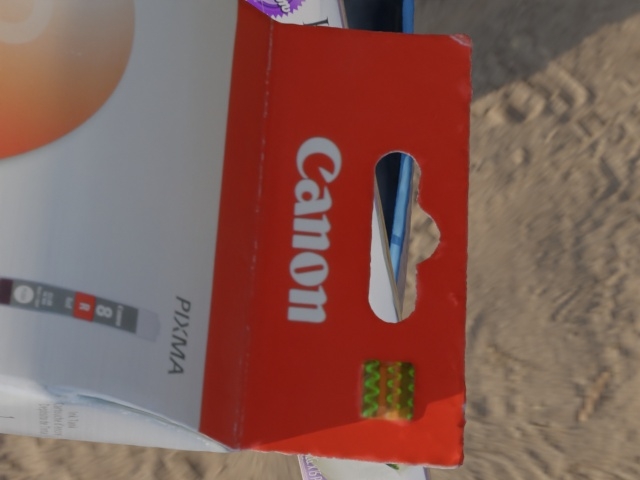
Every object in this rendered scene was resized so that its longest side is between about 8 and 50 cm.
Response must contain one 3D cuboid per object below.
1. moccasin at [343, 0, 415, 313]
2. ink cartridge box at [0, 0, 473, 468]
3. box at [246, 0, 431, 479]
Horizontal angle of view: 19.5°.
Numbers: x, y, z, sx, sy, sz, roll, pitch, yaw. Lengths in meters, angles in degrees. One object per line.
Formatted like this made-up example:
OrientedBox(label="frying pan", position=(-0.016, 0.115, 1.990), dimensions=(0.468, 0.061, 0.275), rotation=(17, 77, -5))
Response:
OrientedBox(label="moccasin", position=(0.001, -0.059, 1.195), dimensions=(0.117, 0.137, 0.342), rotation=(2, 57, -1))
OrientedBox(label="ink cartridge box", position=(-0.045, -0.016, 0.508), dimensions=(0.179, 0.045, 0.145), rotation=(5, 62, -2))
OrientedBox(label="box", position=(0.000, 0.000, 0.877), dimensions=(0.063, 0.067, 0.324), rotation=(-11, 116, 2))
